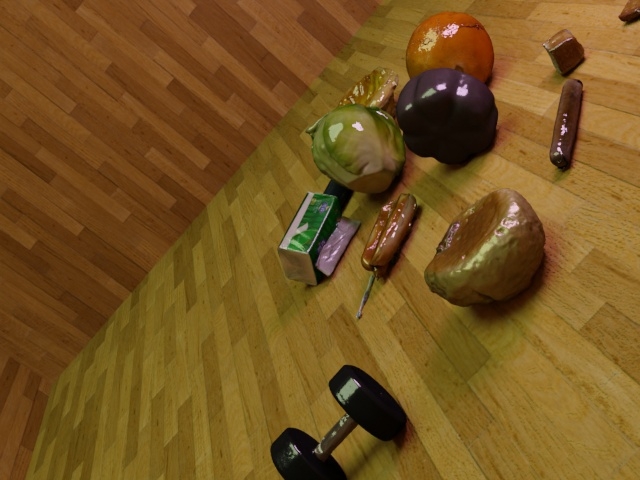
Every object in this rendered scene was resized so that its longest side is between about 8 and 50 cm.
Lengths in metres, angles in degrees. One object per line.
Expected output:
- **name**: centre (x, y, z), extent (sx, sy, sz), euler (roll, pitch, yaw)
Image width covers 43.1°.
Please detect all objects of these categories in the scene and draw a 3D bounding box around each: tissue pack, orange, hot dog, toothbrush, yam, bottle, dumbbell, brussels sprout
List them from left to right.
- **tissue pack**: centre (0.001, -0.002, 2.184), extent (0.156, 0.148, 0.209), euler (12, 54, 23)
- **dumbbell**: centre (0.032, 0.347, 1.448), extent (0.218, 0.152, 0.152), euler (-48, 19, 5)
- **bottle**: centre (0.056, -0.155, 2.430), extent (0.082, 0.072, 0.244), euler (90, -156, -57)
- **brussels sprout**: centre (0.105, -0.252, 2.224), extent (0.227, 0.259, 0.294), euler (-54, 37, 37)
- **toothbrush**: centre (0.105, 0.130, 1.891), extent (0.013, 0.011, 0.131), euler (-48, 15, 49)
- **hot dog**: centre (0.164, -0.014, 1.934), extent (0.109, 0.072, 0.269), euler (-31, 26, 48)
- **orange**: centre (0.341, -0.484, 2.149), extent (0.240, 0.240, 0.240), euler (-43, 21, 21)
- **yam**: centre (0.499, -0.239, 1.642), extent (0.046, 0.046, 0.264), euler (-31, 26, 44)

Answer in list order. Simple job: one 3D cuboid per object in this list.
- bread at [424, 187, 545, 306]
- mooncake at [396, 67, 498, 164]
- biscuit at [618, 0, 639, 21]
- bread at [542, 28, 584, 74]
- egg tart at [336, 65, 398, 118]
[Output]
- **bread**: centre (0.303, 0.026, 1.465), extent (0.244, 0.134, 0.244), euler (-45, 17, 18)
- **mooncake**: centre (0.296, -0.292, 1.917), extent (0.245, 0.245, 0.133), euler (-30, 31, 46)
- **biscuit**: centre (0.730, -0.555, 1.734), extent (0.206, 0.025, 0.126), euler (-55, 19, -9)
- **bread**: centre (0.552, -0.427, 1.829), extent (0.070, 0.076, 0.083), euler (-31, 24, 17)
- **egg tart**: centre (0.142, -0.407, 2.606), extent (0.341, 0.132, 0.341), euler (-45, 20, 21)
